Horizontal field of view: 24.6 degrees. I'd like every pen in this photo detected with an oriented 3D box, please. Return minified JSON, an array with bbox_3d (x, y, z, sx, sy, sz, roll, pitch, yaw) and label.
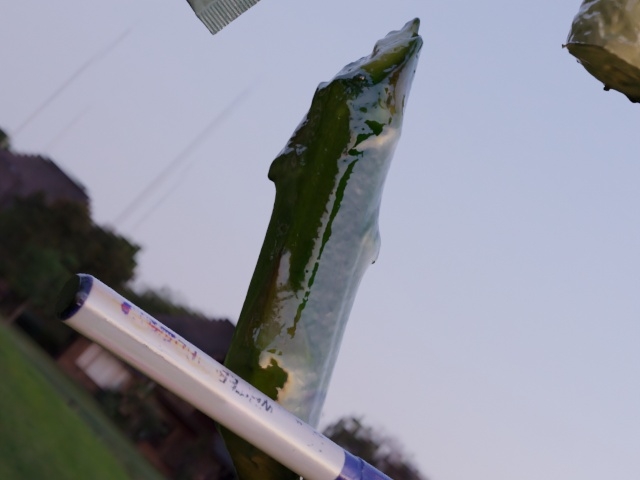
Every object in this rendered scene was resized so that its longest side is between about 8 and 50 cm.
[{"bbox_3d":[-0.045,0.098,0.853,0.269,0.033,0.033,38,-9,-31],"label":"pen"}]

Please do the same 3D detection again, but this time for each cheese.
[{"bbox_3d":[0.299,-0.218,1.307,0.123,0.167,0.094,32,-6,-41],"label":"cheese"}]

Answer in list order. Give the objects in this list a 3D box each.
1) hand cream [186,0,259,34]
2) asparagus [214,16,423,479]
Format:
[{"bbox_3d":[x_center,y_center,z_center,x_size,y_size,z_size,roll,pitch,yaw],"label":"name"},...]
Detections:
[{"bbox_3d":[-0.139,-0.285,0.931,0.331,0.085,0.058,51,7,-16],"label":"hand cream"},{"bbox_3d":[-0.001,0.000,0.964,0.085,0.343,0.082,21,-8,-31],"label":"asparagus"}]
